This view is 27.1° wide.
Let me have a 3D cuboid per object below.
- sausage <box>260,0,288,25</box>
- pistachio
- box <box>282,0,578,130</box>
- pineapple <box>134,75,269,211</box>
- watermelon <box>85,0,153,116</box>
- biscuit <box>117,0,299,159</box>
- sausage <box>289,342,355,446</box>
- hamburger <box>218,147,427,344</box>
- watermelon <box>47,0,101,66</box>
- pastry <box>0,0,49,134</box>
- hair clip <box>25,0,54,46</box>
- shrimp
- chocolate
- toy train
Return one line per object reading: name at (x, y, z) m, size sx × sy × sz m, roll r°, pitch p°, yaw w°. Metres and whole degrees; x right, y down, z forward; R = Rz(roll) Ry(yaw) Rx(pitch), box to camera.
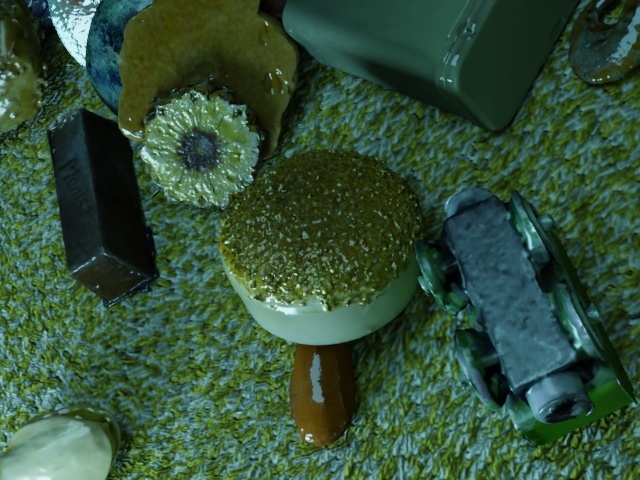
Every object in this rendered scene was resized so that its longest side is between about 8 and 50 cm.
sausage at (-0.056, -0.436, 2.066) m, size 0.152 × 0.152 × 0.279 m, roll -22°, pitch 56°, yaw 21°
pistachio at (-0.376, 0.319, 1.935) m, size 0.200 × 0.117 × 0.145 m, roll -27°, pitch 94°, yaw 10°
box at (0.172, -0.376, 1.887) m, size 0.344 × 0.177 × 0.352 m, roll 25°, pitch 83°, yaw 38°
pineapple at (-0.182, -0.135, 1.986) m, size 0.221 × 0.221 × 0.047 m, roll -32°, pitch 15°, yaw 15°
watermelon at (-0.241, -0.299, 2.113) m, size 0.148 × 0.226 × 0.318 m, roll 52°, pitch 132°, yaw 37°
biscuit at (-0.168, -0.248, 1.996) m, size 0.269 × 0.051 × 0.376 m, roll 8°, pitch 109°, yaw 2°
sausage at (0.004, 0.187, 1.778) m, size 0.089 × 0.089 × 0.179 m, roll -12°, pitch 67°, yaw 26°
hamburger at (0.000, 0.000, 1.769) m, size 0.276 × 0.179 × 0.294 m, roll -40°, pitch 44°, yaw -23°
watermelon at (-0.367, -0.414, 2.315) m, size 0.202 × 0.136 × 0.207 m, roll 36°, pitch 56°, yaw 2°
pastry at (-0.590, -0.299, 2.318) m, size 0.311 × 0.162 × 0.255 m, roll -29°, pitch 76°, yaw 29°
hair clip at (-0.526, -0.398, 2.406) m, size 0.195 × 0.052 × 0.124 m, roll -51°, pitch 57°, yaw 10°
shrimp at (0.398, -0.298, 1.786) m, size 0.132 × 0.052 × 0.187 m, roll 32°, pitch 90°, yaw 37°
chocolate at (-0.352, -0.058, 2.094) m, size 0.112 × 0.112 × 0.321 m, roll -29°, pitch 56°, yaw 20°
toy train at (0.243, 0.093, 1.572) m, size 0.173 × 0.249 × 0.307 m, roll -29°, pitch 57°, yaw 13°
